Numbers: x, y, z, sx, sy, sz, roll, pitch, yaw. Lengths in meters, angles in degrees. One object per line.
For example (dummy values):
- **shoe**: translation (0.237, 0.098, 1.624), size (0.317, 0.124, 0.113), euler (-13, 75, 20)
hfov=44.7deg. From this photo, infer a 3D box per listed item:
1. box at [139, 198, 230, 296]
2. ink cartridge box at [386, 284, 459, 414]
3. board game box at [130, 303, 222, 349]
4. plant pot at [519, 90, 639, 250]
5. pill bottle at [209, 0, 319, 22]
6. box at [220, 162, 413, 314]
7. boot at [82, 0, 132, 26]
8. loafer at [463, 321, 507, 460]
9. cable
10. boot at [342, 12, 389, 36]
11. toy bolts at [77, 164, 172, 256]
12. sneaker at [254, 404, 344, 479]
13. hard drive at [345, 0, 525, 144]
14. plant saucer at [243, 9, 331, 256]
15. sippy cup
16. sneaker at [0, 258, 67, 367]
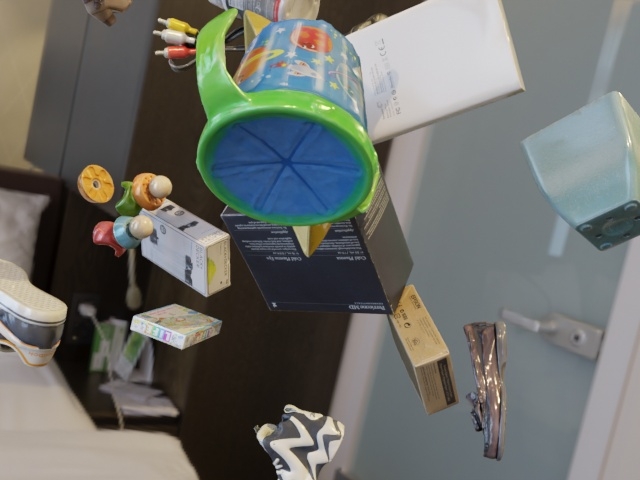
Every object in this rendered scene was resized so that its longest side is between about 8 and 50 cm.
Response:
- **box**: translation (-0.376, 0.014, 2.147), size (0.290, 0.169, 0.087), euler (28, 39, 33)
- **ink cartridge box**: translation (0.232, 0.252, 1.811), size (0.088, 0.193, 0.235), euler (-22, 42, -2)
- **board game box**: translation (-0.254, 0.151, 1.391), size (0.103, 0.026, 0.154), euler (19, 9, 15)
- **plant pot**: translation (0.636, -0.128, 1.754), size (0.247, 0.252, 0.247), euler (-29, -42, 32)
- **pill bottle**: translation (-0.157, -0.645, 2.040), size (0.283, 0.161, 0.161), euler (27, 12, 27)
- **box**: translation (0.000, 0.000, 1.809), size (0.343, 0.313, 0.179), euler (0, 41, 28)
- **boot**: translation (-0.445, -0.506, 1.615), size (0.042, 0.118, 0.087), euler (-8, -44, 34)
- **loafer**: translation (0.353, 0.321, 1.685), size (0.095, 0.303, 0.109), euler (3, -24, 9)
- **cable**: translation (-0.304, -0.524, 2.088), size (0.287, 0.140, 0.072), euler (2, -7, 4)
- **boot**: translation (0.088, -0.492, 1.896), size (0.137, 0.077, 0.198), euler (-15, 6, 37)
- **toy bolts**: translation (-0.495, -0.093, 1.983), size (0.158, 0.229, 0.218), euler (-17, -33, 33)
- **sneaker**: translation (-0.072, 0.415, 1.458), size (0.153, 0.235, 0.094), euler (29, 9, 0)
- **hard drive**: translation (0.206, -0.349, 1.550), size (0.353, 0.233, 0.047), euler (-17, -8, 28)
- **plant saucer**: translation (-0.042, -0.187, 1.379), size (0.081, 0.333, 0.333), euler (-17, -26, -12)
- **sippy cup**: translation (-0.034, -0.175, 1.067), size (0.240, 0.224, 0.305), euler (5, -37, 5)
- **sneaker**: translation (-0.595, 0.130, 1.459), size (0.126, 0.128, 0.321), euler (2, 18, -46)
